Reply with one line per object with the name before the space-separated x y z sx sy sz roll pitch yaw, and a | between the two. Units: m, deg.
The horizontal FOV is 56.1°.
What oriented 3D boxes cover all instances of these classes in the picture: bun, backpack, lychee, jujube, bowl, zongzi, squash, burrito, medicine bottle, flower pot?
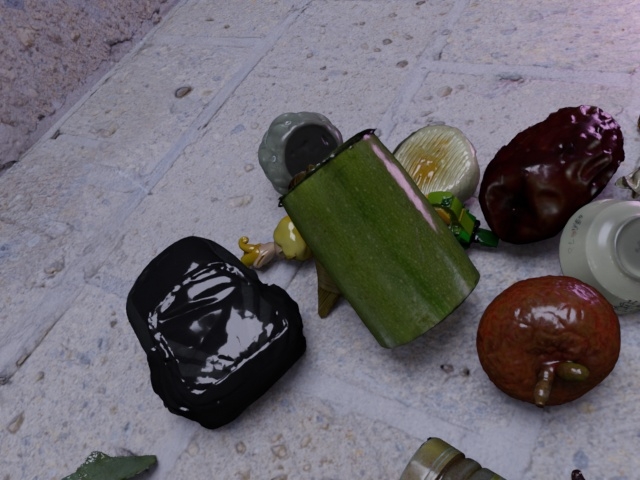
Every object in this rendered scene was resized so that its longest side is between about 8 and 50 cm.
bun | 0.286 -0.176 1.528 0.244 0.153 0.243 -4 70 11
backpack | -0.258 0.181 1.368 0.363 0.255 0.445 -37 62 -10
lychee | 0.413 0.183 1.103 0.255 0.255 0.300 -1 15 20
jujube | 0.517 -0.154 1.352 0.258 0.258 0.376 26 64 36
bowl | 0.603 0.024 1.173 0.238 0.126 0.237 0 82 -1
zongzi | 0.000 0.000 1.429 0.288 0.286 0.134 -53 11 -10
squash | 0.118 -0.007 1.251 0.263 0.263 0.384 -37 92 -11
burrito | 0.749 -0.161 1.303 0.226 0.060 0.087 -30 40 -1
medicine bottle | 0.288 0.467 0.968 0.322 0.151 0.151 24 63 37
flower pot | -0.050 -0.234 1.648 0.246 0.246 0.195 -35 16 -10

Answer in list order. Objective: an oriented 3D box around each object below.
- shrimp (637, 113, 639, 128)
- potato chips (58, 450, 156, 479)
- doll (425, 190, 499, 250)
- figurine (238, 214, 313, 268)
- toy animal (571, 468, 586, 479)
shrimp | 0.907 -0.314 1.465 0.249 0.068 0.150 -11 43 19
potato chips | -0.465 0.518 1.289 0.228 0.059 0.167 -41 40 -15
doll | 0.306 -0.041 1.392 0.134 0.186 0.106 -15 41 49
figurine | -0.093 0.006 1.547 0.246 0.131 0.156 -22 23 15
toy animal | 0.473 0.466 0.977 0.105 0.070 0.202 -19 43 -13
